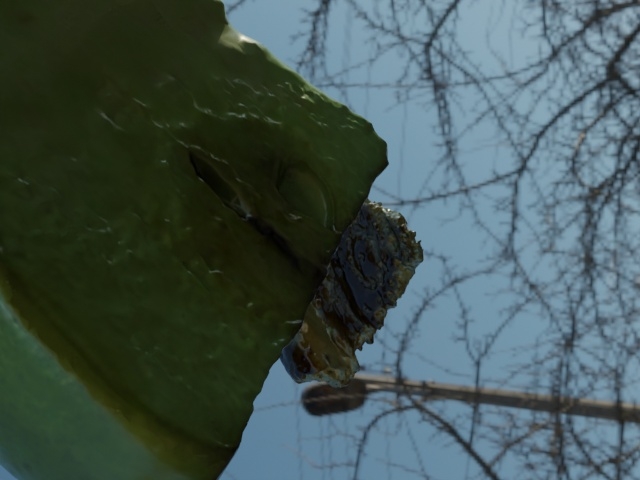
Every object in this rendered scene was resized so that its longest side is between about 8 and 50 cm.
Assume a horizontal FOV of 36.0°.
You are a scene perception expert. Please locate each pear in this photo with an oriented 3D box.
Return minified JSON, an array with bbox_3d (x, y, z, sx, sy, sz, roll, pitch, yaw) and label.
[{"bbox_3d":[-0.135,-0.027,0.500,0.282,0.176,0.286,42,-141,-11],"label":"pear"}]

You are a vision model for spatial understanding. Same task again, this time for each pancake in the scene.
[{"bbox_3d":[0.000,0.000,0.875,0.057,0.244,0.266,-9,-94,-31],"label":"pancake"}]
